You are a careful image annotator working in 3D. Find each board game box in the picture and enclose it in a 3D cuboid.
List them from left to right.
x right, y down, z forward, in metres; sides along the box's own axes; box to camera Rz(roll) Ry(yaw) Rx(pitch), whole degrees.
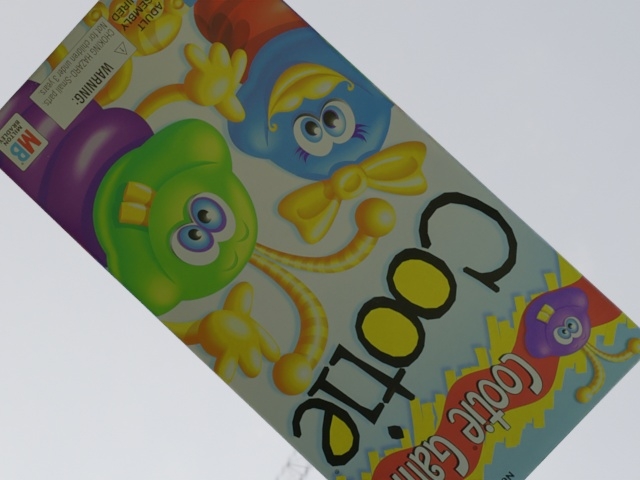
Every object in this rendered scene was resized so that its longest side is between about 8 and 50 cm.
[{"bbox_3d":[0.000,0.000,0.595,0.275,0.142,0.144,43,-87,4],"label":"board game box"}]
